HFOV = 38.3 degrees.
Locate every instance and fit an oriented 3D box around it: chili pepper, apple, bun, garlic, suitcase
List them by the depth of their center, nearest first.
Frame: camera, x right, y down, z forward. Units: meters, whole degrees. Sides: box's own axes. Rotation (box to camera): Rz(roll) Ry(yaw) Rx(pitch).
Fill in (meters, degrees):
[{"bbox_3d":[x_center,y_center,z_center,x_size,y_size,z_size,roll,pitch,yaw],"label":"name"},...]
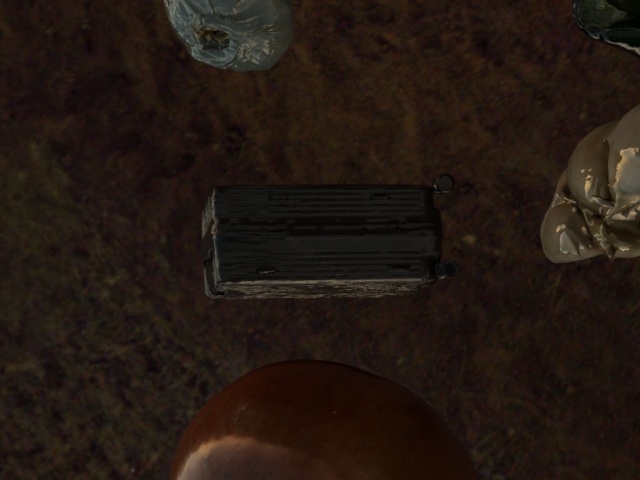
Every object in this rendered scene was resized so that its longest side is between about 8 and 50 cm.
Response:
[{"bbox_3d":[-0.055,-0.131,0.533,0.083,0.045,0.083,13,147,9],"label":"bun"},{"bbox_3d":[0.010,0.211,0.715,0.253,0.253,0.253,16,123,26],"label":"apple"},{"bbox_3d":[0.351,-0.060,0.987,0.281,0.203,0.185,2,107,52],"label":"garlic"},{"bbox_3d":[0.394,-0.344,1.058,0.148,0.116,0.264,18,131,3],"label":"chili pepper"},{"bbox_3d":[0.000,0.000,1.308,0.229,0.335,0.152,140,129,-76],"label":"suitcase"}]
